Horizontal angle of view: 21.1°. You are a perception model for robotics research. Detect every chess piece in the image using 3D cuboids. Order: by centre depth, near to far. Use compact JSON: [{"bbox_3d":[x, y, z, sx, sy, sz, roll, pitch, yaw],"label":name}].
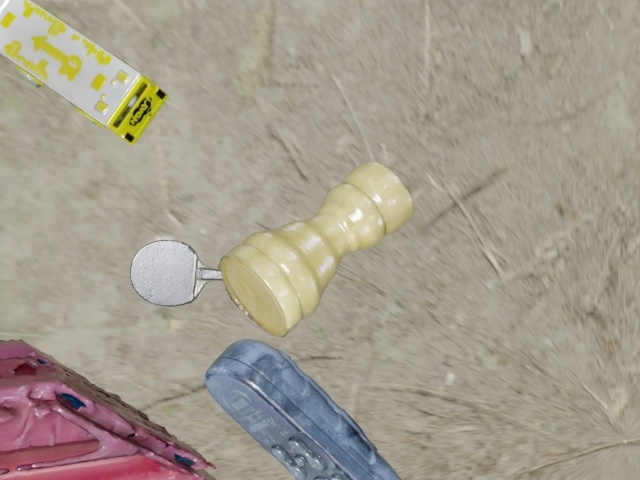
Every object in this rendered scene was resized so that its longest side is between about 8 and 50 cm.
[{"bbox_3d":[0.000,0.000,1.090,0.122,0.066,0.066,-40,77,-24],"label":"chess piece"}]

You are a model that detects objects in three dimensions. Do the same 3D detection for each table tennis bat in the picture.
[{"bbox_3d":[-0.100,0.025,1.280,0.083,0.007,0.050,2,92,-3],"label":"table tennis bat"}]

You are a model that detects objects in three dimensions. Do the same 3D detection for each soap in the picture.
[{"bbox_3d":[-0.173,0.143,0.894,0.250,0.099,0.162,-3,105,-32],"label":"soap"}]

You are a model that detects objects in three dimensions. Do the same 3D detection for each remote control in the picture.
[{"bbox_3d":[0.017,0.096,0.662,0.152,0.043,0.027,46,55,-6],"label":"remote control"}]

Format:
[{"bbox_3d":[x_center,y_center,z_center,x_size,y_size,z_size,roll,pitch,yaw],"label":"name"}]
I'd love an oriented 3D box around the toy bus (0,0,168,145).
[{"bbox_3d":[-0.269,-0.186,1.852,0.226,0.074,0.081,36,90,30],"label":"toy bus"}]
